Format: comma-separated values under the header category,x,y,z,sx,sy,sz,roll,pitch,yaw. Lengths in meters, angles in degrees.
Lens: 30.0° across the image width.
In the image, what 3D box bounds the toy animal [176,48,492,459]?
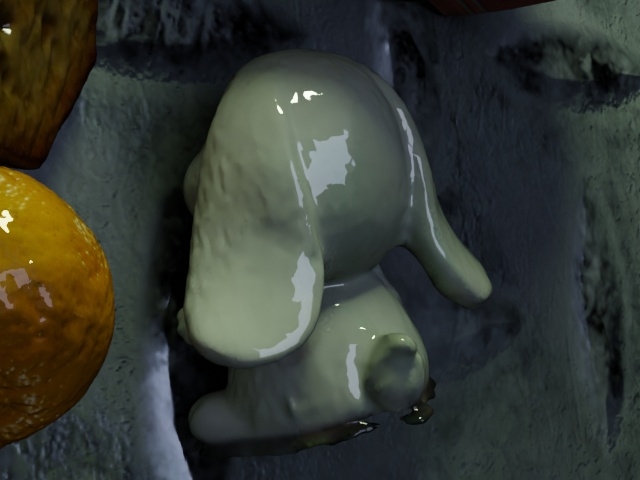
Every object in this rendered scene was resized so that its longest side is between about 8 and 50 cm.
category,x,y,z,sx,sy,sz,roll,pitch,yaw
toy animal,-0.006,0.017,0.858,0.249,0.174,0.289,-45,114,-36

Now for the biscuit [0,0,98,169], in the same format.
category,x,y,z,sx,sy,sz,roll,pitch,yaw
biscuit,-0.200,-0.215,0.686,0.359,0.046,0.359,-1,90,-79

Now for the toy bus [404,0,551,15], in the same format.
category,x,y,z,sx,sy,sz,roll,pitch,yaw
toy bus,0.105,-0.330,0.901,0.427,0.233,0.203,23,69,-62

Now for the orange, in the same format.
category,x,y,z,sx,sy,sz,roll,pitch,yaw
orange,-0.207,0.040,0.688,0.177,0.177,0.155,34,40,-33
